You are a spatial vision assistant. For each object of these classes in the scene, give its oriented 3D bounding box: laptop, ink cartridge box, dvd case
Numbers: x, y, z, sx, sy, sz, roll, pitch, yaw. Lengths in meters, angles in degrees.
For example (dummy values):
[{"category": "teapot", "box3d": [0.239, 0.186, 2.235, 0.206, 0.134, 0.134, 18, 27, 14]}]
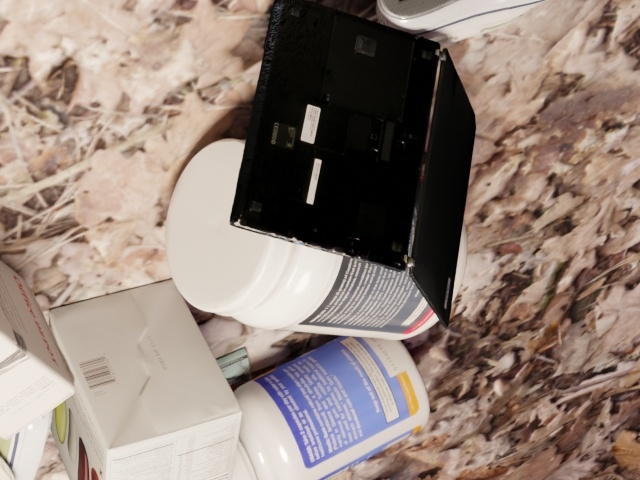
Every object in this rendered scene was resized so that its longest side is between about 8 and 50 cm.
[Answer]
[{"category": "laptop", "box3d": [0.044, -0.071, 1.260, 0.264, 0.234, 0.136, 15, 159, -15]}, {"category": "ink cartridge box", "box3d": [-0.333, 0.065, 1.204, 0.092, 0.158, 0.218, -36, 144, 3]}, {"category": "dvd case", "box3d": [-0.124, 0.185, 1.628, 0.087, 0.013, 0.119, -22, 143, -14]}]

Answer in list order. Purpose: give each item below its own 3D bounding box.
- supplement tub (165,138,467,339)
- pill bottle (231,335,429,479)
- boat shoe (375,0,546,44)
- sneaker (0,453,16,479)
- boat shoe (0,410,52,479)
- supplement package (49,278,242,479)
[{"category": "supplement tub", "box3d": [0.000, 0.000, 1.348, 0.272, 0.191, 0.191, 9, 128, -43]}, {"category": "pill bottle", "box3d": [-0.016, 0.220, 1.614, 0.272, 0.152, 0.152, -24, 144, -19]}, {"category": "boat shoe", "box3d": [0.160, -0.244, 1.290, 0.226, 0.083, 0.076, -15, 153, -4]}, {"category": "sneaker", "box3d": [-0.406, 0.237, 1.325, 0.110, 0.122, 0.283, -20, 126, 15]}, {"category": "boat shoe", "box3d": [-0.371, 0.262, 1.482, 0.094, 0.109, 0.302, 12, 126, -14]}, {"category": "supplement package", "box3d": [-0.196, 0.191, 1.427, 0.149, 0.194, 0.203, -14, 140, -23]}]
